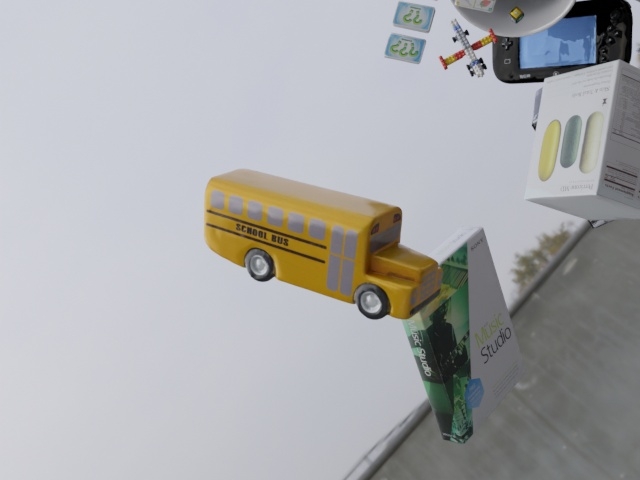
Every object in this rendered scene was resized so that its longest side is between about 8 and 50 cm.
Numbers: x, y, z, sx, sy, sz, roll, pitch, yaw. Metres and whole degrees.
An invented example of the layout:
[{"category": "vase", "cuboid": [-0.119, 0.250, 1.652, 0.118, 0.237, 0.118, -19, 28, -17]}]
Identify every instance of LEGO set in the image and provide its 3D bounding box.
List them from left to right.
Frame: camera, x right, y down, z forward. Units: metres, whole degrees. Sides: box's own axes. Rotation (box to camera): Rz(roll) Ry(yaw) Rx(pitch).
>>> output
[{"category": "LEGO set", "cuboid": [0.256, -0.417, 1.458, 0.060, 0.244, 0.182, 10, -83, -75]}]

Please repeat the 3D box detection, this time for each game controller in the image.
[{"category": "game controller", "cuboid": [0.525, -0.434, 1.675, 0.067, 0.319, 0.166, -2, -84, -48]}]

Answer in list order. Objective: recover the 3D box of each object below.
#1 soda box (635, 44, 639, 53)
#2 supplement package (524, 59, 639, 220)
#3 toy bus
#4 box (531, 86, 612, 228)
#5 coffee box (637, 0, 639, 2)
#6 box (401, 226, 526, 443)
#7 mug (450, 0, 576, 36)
[{"category": "soda box", "cuboid": [0.779, -0.469, 1.602, 0.098, 0.091, 0.286, -45, -10, -10]}, {"category": "supplement package", "cuboid": [0.566, -0.189, 1.525, 0.198, 0.199, 0.262, 14, -96, -27]}, {"category": "toy bus", "cuboid": [0.000, 0.000, 1.044, 0.108, 0.333, 0.130, -24, -56, -54]}, {"category": "box", "cuboid": [0.623, -0.217, 1.847, 0.077, 0.307, 0.242, -27, 19, 29]}, {"category": "coffee box", "cuboid": [0.649, -0.566, 1.512, 0.141, 0.098, 0.246, -37, 25, 17]}, {"category": "box", "cuboid": [0.257, 0.166, 1.374, 0.232, 0.058, 0.322, -36, -68, -38]}, {"category": "mug", "cuboid": [0.445, -0.656, 1.551, 0.328, 0.276, 0.374, -63, 3, -38]}]
